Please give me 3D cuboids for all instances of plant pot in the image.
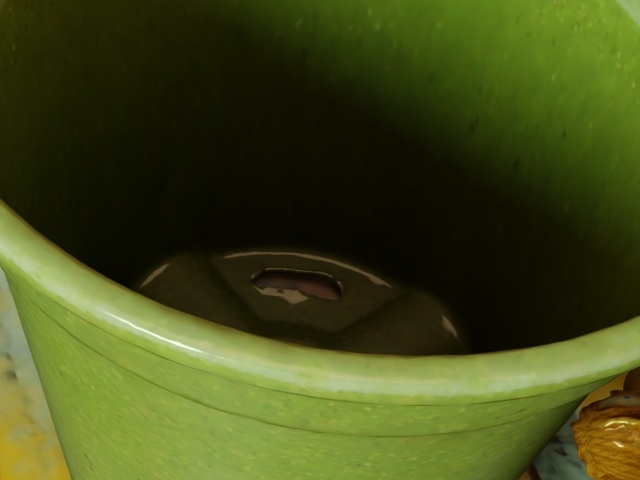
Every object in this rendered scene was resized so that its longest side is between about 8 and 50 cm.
[{"bbox_3d":[0.000,0.000,0.508,0.276,0.254,0.276,4,52,-5],"label":"plant pot"}]

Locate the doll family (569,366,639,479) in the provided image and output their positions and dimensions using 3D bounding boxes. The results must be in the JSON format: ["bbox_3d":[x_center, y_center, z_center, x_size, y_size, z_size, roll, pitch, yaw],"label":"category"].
[{"bbox_3d":[0.189,0.053,0.543,0.163,0.263,0.118,-9,87,-27],"label":"doll family"}]
